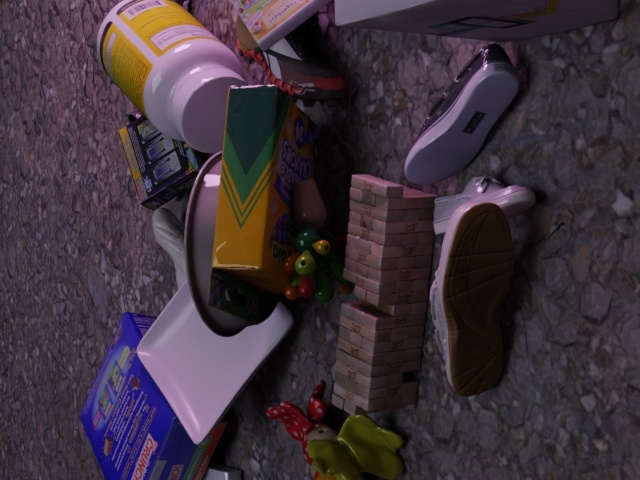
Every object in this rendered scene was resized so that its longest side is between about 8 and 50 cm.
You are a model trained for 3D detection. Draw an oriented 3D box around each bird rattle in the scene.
[{"bbox_3d":[0.011,0.339,1.787,0.253,0.143,0.207,8,115,59],"label":"bird rattle"}]

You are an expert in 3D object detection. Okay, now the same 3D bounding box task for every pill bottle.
[{"bbox_3d":[-0.248,-0.289,2.073,0.334,0.188,0.188,46,128,45],"label":"pill bottle"}]

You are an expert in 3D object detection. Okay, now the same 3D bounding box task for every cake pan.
[{"bbox_3d":[-0.122,0.005,1.858,0.054,0.293,0.293,0,92,22],"label":"cake pan"}]

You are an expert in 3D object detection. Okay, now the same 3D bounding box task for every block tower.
[{"bbox_3d":[0.090,0.079,1.678,0.091,0.097,0.336,21,111,54],"label":"block tower"}]

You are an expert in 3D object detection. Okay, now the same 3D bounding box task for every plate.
[{"bbox_3d":[-0.179,0.168,2.051,0.277,0.045,0.278,-54,45,10],"label":"plate"}]

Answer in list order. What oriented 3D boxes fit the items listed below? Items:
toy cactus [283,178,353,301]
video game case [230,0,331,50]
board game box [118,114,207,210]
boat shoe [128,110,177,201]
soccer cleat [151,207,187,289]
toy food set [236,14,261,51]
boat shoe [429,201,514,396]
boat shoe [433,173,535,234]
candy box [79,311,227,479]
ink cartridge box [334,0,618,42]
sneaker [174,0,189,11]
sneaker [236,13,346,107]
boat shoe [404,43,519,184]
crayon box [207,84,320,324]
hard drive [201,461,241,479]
[{"bbox_3d":[0.000,0.000,1.735,0.112,0.219,0.181,-11,91,24],"label":"toy cactus"},{"bbox_3d":[-0.039,-0.418,1.789,0.227,0.026,0.206,-36,54,8],"label":"video game case"},{"bbox_3d":[-0.291,-0.163,2.214,0.141,0.048,0.170,-30,63,20],"label":"board game box"},{"bbox_3d":[-0.325,-0.165,2.303,0.075,0.065,0.206,-44,56,48],"label":"boat shoe"},{"bbox_3d":[-0.256,0.018,2.217,0.076,0.068,0.196,-40,66,44],"label":"soccer cleat"},{"bbox_3d":[-0.100,-0.332,1.826,0.082,0.020,0.083,6,91,47],"label":"toy food set"},{"bbox_3d":[0.179,0.064,1.511,0.096,0.098,0.277,-126,31,-55],"label":"boat shoe"},{"bbox_3d":[0.207,-0.052,1.530,0.184,0.066,0.063,154,109,-64],"label":"boat shoe"},{"bbox_3d":[-0.319,0.335,2.225,0.268,0.122,0.317,-63,36,23],"label":"candy box"},{"bbox_3d":[0.178,-0.346,1.364,0.197,0.270,0.198,-1,91,55],"label":"ink cartridge box"},{"bbox_3d":[-0.294,-0.500,2.202,0.078,0.106,0.234,33,119,52],"label":"sneaker"},{"bbox_3d":[-0.041,-0.304,1.844,0.276,0.097,0.135,48,132,45],"label":"sneaker"},{"bbox_3d":[0.178,-0.167,1.554,0.228,0.080,0.076,123,150,-44],"label":"boat shoe"},{"bbox_3d":[-0.079,-0.046,1.768,0.083,0.203,0.323,2,78,18],"label":"crayon box"},{"bbox_3d":[-0.202,0.564,2.182,0.203,0.040,0.308,-3,89,56],"label":"hard drive"}]
